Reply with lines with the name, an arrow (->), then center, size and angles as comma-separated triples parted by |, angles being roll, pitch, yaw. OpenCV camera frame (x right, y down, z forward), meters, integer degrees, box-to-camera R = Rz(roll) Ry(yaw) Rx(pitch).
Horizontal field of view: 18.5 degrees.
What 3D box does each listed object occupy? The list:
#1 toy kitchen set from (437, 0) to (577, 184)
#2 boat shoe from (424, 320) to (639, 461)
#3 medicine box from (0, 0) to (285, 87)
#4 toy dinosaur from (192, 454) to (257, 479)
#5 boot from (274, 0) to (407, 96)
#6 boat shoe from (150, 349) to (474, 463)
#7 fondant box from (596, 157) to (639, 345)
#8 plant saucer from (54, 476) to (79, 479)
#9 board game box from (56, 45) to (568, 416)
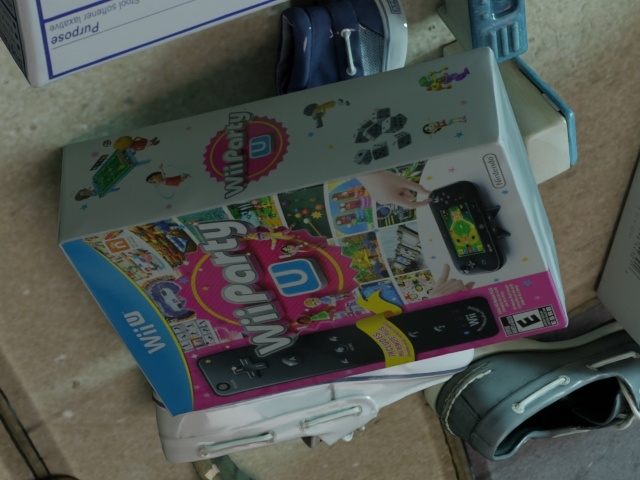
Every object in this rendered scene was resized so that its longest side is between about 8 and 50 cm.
toy kitchen set -> 0.180, -0.175, 1.391 | 0.166, 0.122, 0.207 | -26, 139, -12
boat shoe -> 0.244, 0.143, 1.754 | 0.319, 0.099, 0.116 | -2, 129, -33
medicine box -> -0.085, -0.270, 1.097 | 0.263, 0.149, 0.289 | -21, 138, -17
toy dinosaur -> -0.084, 0.238, 1.650 | 0.118, 0.064, 0.268 | -44, 138, -12
boot -> 0.008, -0.090, 1.404 | 0.086, 0.069, 0.190 | -9, 125, -18
boat shoe -> -0.002, 0.121, 1.547 | 0.267, 0.096, 0.088 | -10, 109, -25
fondant box -> 0.423, -0.043, 1.706 | 0.330, 0.096, 0.238 | -13, 134, -27
plant saucer -> -0.210, 0.230, 1.562 | 0.083, 0.015, 0.083 | -31, 133, -40
board game box -> 0.000, 0.000, 1.368 | 0.303, 0.097, 0.224 | -13, 140, 12
